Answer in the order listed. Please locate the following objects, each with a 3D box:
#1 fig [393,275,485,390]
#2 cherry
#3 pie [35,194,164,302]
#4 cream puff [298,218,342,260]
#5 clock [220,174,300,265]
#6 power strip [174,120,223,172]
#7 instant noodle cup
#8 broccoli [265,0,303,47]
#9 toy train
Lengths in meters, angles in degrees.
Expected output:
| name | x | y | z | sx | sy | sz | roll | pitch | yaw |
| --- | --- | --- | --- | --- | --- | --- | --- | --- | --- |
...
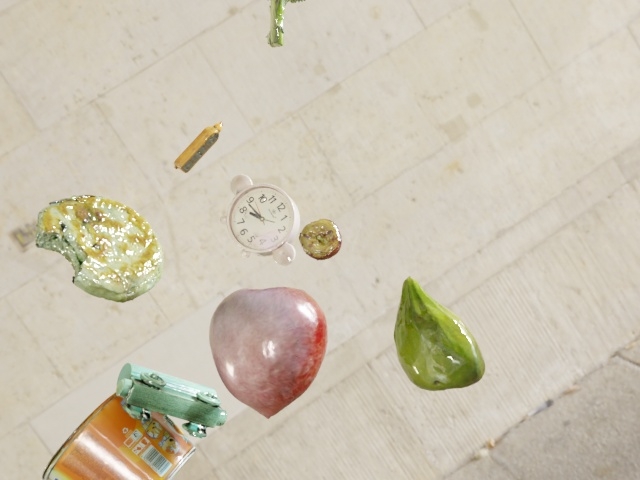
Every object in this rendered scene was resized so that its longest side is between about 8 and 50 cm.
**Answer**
| name | x | y | z | sx | sy | sz | roll | pitch | yaw |
| --- | --- | --- | --- | --- | --- | --- | --- | --- | --- |
| fig | 0.216 | 0.205 | 1.371 | 0.167 | 0.233 | 0.167 | -49 | -3 | -3 |
| cherry | -0.104 | 0.206 | 1.329 | 0.239 | 0.239 | 0.206 | -35 | -28 | -16 |
| pie | -0.475 | 0.009 | 1.517 | 0.067 | 0.302 | 0.302 | -47 | -1 | 28 |
| cream puff | 0.000 | 0.000 | 2.327 | 0.149 | 0.149 | 0.084 | -35 | -15 | -14 |
| clock | -0.124 | -0.042 | 1.489 | 0.156 | 0.229 | 0.063 | -35 | -15 | 5 |
| power strip | -0.324 | -0.253 | 1.857 | 0.178 | 0.028 | 0.049 | -48 | -22 | -4 |
| instant noodle cup | -0.431 | 0.485 | 1.535 | 0.296 | 0.214 | 0.296 | -49 | -5 | -6 |
| broccoli | -0.089 | -0.524 | 1.537 | 0.118 | 0.122 | 0.204 | 161 | 121 | -66 |
| toy train | -0.321 | 0.333 | 1.472 | 0.101 | 0.248 | 0.159 | -64 | 26 | 0 |
